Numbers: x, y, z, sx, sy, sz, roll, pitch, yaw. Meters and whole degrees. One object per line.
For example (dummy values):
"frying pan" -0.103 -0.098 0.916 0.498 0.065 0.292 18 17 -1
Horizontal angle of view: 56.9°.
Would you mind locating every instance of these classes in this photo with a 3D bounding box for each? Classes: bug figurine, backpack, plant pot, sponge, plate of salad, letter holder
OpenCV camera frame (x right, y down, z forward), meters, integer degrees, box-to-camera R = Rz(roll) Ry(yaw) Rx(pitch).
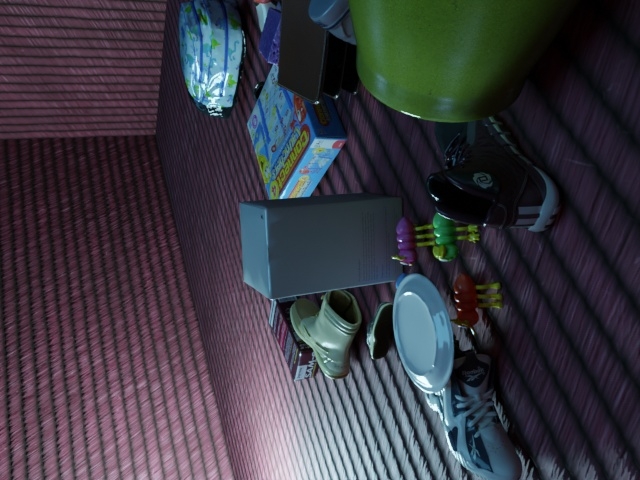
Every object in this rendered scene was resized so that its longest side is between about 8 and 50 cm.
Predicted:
"bug figurine" 0.197 0.056 1.051 0.279 0.072 0.216 171 93 -67
"backpack" -0.362 -0.640 1.977 0.355 0.274 0.290 -48 44 44
"plant pot" 0.172 -0.349 0.713 0.352 0.367 0.366 94 157 -50
"sponge" -0.119 -0.524 1.502 0.210 0.031 0.117 -117 43 -61
"plate of salad" 0.176 0.153 0.987 0.200 0.048 0.199 176 90 -70
"letter holder" 0.026 -0.450 1.218 0.214 0.152 0.301 44 135 53

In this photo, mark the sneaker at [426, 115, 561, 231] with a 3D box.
"sneaker" 0.208 -0.115 0.868 0.281 0.163 0.106 -122 34 -45

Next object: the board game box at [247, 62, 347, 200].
"board game box" -0.074 -0.285 1.527 0.308 0.086 0.301 -54 47 50

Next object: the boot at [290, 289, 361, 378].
"boot" 0.011 0.188 1.481 0.262 0.095 0.203 -124 35 -44

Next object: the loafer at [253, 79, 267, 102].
"loafer" -0.159 -0.435 1.729 0.220 0.078 0.080 -156 63 -63

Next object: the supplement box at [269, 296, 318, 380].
"supplement box" -0.077 0.275 1.732 0.239 0.073 0.130 -120 32 -44

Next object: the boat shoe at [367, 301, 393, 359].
"boat shoe" 0.124 0.190 1.273 0.049 0.056 0.152 47 138 46

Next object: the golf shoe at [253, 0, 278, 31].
"golf shoe" -0.174 -0.708 1.646 0.105 0.120 0.272 22 118 62

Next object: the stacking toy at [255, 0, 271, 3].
"stacking toy" -0.115 -0.749 1.472 0.330 0.141 0.141 114 142 -50

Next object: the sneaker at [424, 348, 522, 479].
"sneaker" 0.249 0.260 0.955 0.235 0.094 0.153 -113 18 -55

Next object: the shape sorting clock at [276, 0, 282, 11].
"shape sorting clock" -0.072 -0.579 1.541 0.206 0.040 0.206 174 90 -67

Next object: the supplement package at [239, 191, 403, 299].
"supplement package" 0.000 0.000 1.211 0.175 0.293 0.177 -161 67 -64

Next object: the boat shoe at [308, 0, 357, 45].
"boat shoe" 0.150 -0.472 0.959 0.367 0.157 0.135 -50 38 20
